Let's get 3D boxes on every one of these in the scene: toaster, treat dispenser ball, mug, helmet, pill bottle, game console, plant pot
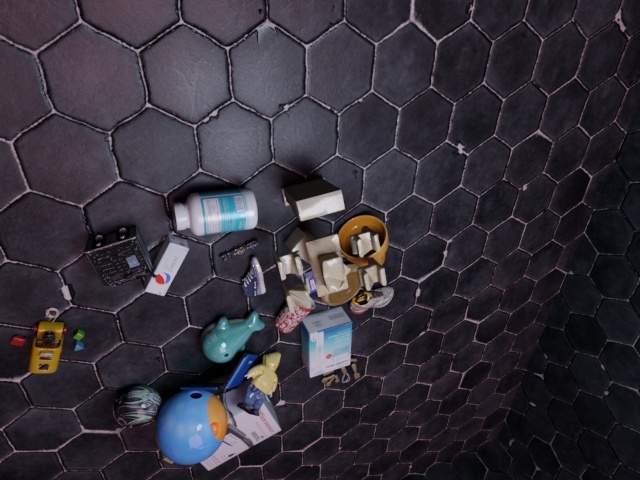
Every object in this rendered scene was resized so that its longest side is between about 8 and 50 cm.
[{"bbox_3d":[-0.662,0.058,1.404,0.168,0.110,0.186,-19,126,-13],"label":"toaster"},{"bbox_3d":[-0.529,0.763,1.734,0.288,0.288,0.288,-12,125,-18],"label":"treat dispenser ball"},{"bbox_3d":[-0.105,0.322,1.846,0.150,0.113,0.169,29,108,-34],"label":"mug"},{"bbox_3d":[-0.744,0.678,1.734,0.161,0.169,0.169,-20,129,7],"label":"helmet"},{"bbox_3d":[-0.357,-0.096,1.429,0.264,0.146,0.146,-8,123,-20],"label":"pill bottle"},{"bbox_3d":[-0.421,0.555,1.794,0.250,0.173,0.293,-58,173,-14],"label":"game console"},{"bbox_3d":[0.193,0.030,1.757,0.205,0.205,0.188,-34,144,-2],"label":"plant pot"},{"bbox_3d":[0.108,0.208,1.890,0.236,0.032,0.236,-23,137,-24],"label":"plant pot"}]

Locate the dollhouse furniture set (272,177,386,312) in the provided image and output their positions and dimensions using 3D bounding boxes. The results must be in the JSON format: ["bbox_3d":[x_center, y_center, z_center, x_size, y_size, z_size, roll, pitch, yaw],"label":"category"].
[{"bbox_3d":[0.000,0.000,1.525,0.362,0.256,0.394,-16,111,-9],"label":"dollhouse furniture set"}]

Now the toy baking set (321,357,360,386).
[{"bbox_3d":[0.111,0.694,2.242,0.256,0.030,0.197,1,122,-26],"label":"toy baking set"}]

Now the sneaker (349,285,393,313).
[{"bbox_3d":[0.245,0.273,1.981,0.225,0.088,0.093,-23,145,-12],"label":"sneaker"}]

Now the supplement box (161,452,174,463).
[{"bbox_3d":[-0.712,1.024,2.038,0.083,0.056,0.083,-35,129,-1],"label":"supplement box"}]

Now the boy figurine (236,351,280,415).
[{"bbox_3d":[-0.268,0.623,1.882,0.177,0.092,0.285,43,54,-30],"label":"boy figurine"}]

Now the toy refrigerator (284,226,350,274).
[{"bbox_3d":[-0.007,0.061,1.701,0.269,0.102,0.094,37,93,-30],"label":"toy refrigerator"}]

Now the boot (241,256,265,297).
[{"bbox_3d":[-0.276,0.153,1.677,0.086,0.069,0.190,-19,128,-17],"label":"boot"}]

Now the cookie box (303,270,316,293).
[{"bbox_3d":[-0.016,0.172,1.833,0.107,0.040,0.092,-19,127,-14],"label":"cookie box"}]

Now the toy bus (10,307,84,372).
[{"bbox_3d":[-0.953,0.369,1.469,0.191,0.104,0.202,-30,129,-6],"label":"toy bus"}]

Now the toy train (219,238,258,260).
[{"bbox_3d":[-0.310,0.037,1.614,0.158,0.027,0.036,-26,131,-8],"label":"toy train"}]

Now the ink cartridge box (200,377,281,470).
[{"bbox_3d":[-0.425,0.872,2.008,0.395,0.166,0.285,-26,128,-9],"label":"ink cartridge box"}]

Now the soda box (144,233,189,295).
[{"bbox_3d":[-0.553,0.089,1.504,0.074,0.069,0.216,21,109,-34],"label":"soda box"}]

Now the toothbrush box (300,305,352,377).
[{"bbox_3d":[0.025,0.482,2.000,0.216,0.126,0.296,-12,126,-19],"label":"toothbrush box"}]

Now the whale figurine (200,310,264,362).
[{"bbox_3d":[-0.361,0.406,1.754,0.272,0.141,0.216,-26,128,-9],"label":"whale figurine"}]
